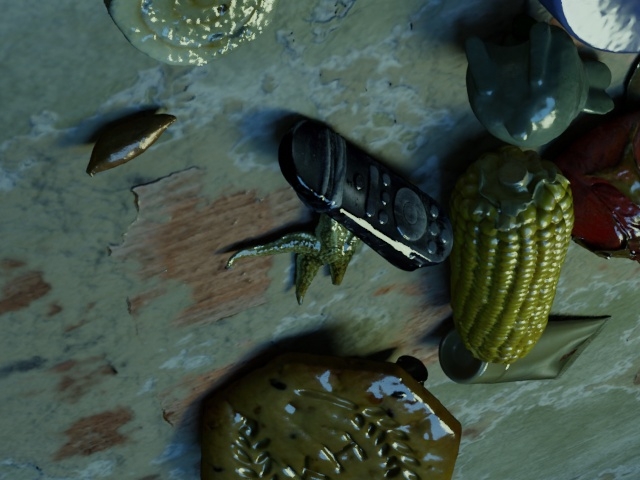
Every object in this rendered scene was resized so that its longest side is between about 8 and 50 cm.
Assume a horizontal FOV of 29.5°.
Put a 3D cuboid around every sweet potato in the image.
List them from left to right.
[{"bbox_3d":[-0.172,-0.090,1.088,0.095,0.034,0.034,-34,149,-8],"label":"sweet potato"}]

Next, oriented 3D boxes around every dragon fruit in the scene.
[{"bbox_3d":[0.377,-0.044,1.415,0.224,0.148,0.218,-20,153,1],"label":"dragon fruit"}]

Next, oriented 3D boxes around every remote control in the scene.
[{"bbox_3d":[0.038,-0.041,1.251,0.066,0.090,0.266,-20,145,34],"label":"remote control"}]

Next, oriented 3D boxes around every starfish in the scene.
[{"bbox_3d":[0.001,0.002,1.340,0.217,0.050,0.223,-12,141,-10],"label":"starfish"}]

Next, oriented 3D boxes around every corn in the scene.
[{"bbox_3d":[0.219,0.023,1.433,0.144,0.144,0.387,-22,152,-6],"label":"corn"}]

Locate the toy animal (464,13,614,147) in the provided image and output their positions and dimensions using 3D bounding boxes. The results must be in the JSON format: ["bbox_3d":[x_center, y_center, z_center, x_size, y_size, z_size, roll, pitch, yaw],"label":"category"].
[{"bbox_3d":[0.220,-0.148,1.212,0.108,0.138,0.236,-4,172,24],"label":"toy animal"}]

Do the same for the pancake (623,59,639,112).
[{"bbox_3d":[0.424,-0.196,1.367,0.184,0.020,0.190,-34,148,11],"label":"pancake"}]

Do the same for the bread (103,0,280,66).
[{"bbox_3d":[-0.101,-0.219,0.844,0.134,0.141,0.148,-32,149,11],"label":"bread"}]

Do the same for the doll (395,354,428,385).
[{"bbox_3d":[0.064,0.269,1.690,0.182,0.117,0.257,-12,144,-32],"label":"doll"}]

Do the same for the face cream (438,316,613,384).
[{"bbox_3d":[0.299,0.159,1.750,0.341,0.084,0.137,4,128,-49],"label":"face cream"}]

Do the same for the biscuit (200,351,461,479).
[{"bbox_3d":[0.009,0.282,1.595,0.359,0.046,0.359,2,127,3],"label":"biscuit"}]

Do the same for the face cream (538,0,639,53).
[{"bbox_3d":[0.219,-0.298,0.880,0.249,0.225,0.249,-19,145,-14],"label":"face cream"}]
